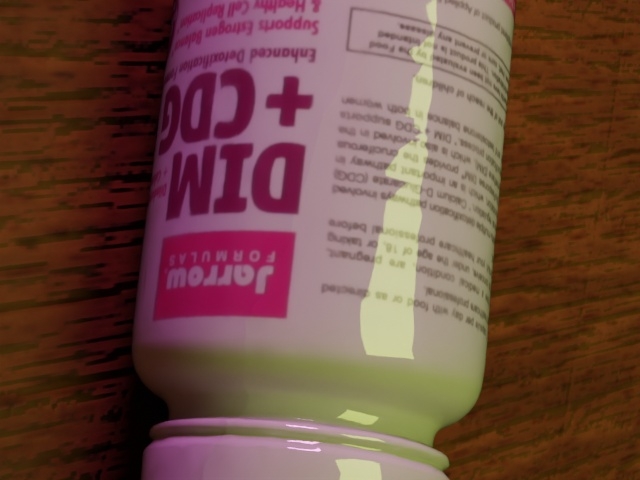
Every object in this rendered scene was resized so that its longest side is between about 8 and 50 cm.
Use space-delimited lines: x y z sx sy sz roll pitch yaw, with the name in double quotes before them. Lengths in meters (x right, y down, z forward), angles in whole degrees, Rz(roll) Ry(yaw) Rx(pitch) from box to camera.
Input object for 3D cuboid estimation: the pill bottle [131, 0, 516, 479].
"pill bottle" 0.000 0.000 0.889 0.160 0.160 0.283 23 68 -51
